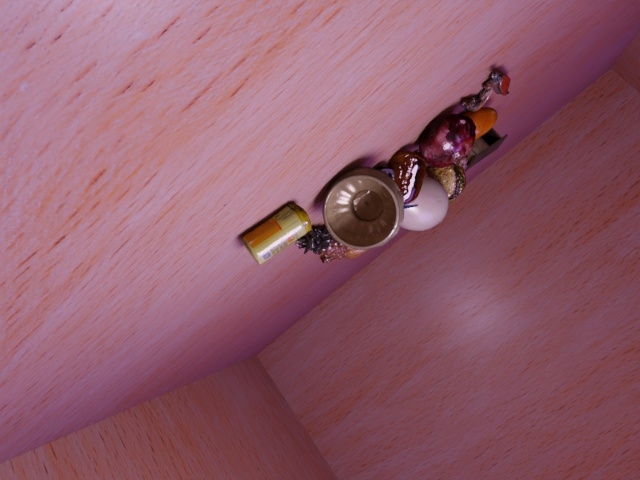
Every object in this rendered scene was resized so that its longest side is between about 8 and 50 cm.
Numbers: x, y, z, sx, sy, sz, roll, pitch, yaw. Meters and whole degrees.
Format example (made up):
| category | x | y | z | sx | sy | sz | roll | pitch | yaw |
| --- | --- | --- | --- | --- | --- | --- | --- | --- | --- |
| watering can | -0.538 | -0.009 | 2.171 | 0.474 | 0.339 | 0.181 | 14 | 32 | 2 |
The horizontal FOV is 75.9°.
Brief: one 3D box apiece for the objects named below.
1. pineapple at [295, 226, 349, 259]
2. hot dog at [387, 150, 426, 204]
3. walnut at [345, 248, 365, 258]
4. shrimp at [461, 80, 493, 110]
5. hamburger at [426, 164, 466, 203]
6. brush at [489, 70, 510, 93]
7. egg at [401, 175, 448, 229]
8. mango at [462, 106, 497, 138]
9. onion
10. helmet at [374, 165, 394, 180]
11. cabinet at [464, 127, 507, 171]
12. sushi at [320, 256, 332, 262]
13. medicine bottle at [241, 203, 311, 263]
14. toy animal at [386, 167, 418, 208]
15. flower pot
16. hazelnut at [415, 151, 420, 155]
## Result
| category | x | y | z | sx | sy | sz | roll | pitch | yaw |
| --- | --- | --- | --- | --- | --- | --- | --- | --- | --- |
| pineapple | 0.000 | 0.000 | 1.815 | 0.169 | 0.169 | 0.341 | -43 | 152 | 21 |
| hot dog | 0.356 | -0.261 | 1.716 | 0.099 | 0.161 | 0.226 | -76 | 180 | -69 |
| walnut | 0.174 | -0.008 | 2.107 | 0.226 | 0.193 | 0.193 | -35 | 166 | 4 |
| shrimp | 0.649 | -0.594 | 1.691 | 0.251 | 0.052 | 0.143 | -31 | 154 | -46 |
| hamburger | 0.662 | -0.323 | 2.180 | 0.139 | 0.243 | 0.261 | -11 | 151 | -19 |
| brush | 0.724 | -0.641 | 1.662 | 0.323 | 0.051 | 0.070 | -13 | 121 | -59 |
| egg | 0.476 | -0.188 | 2.063 | 0.345 | 0.283 | 0.283 | -2 | 145 | -39 |
| mango | 0.706 | -0.530 | 1.853 | 0.252 | 0.126 | 0.154 | -30 | 175 | -29 |
| onion | 0.533 | -0.392 | 1.684 | 0.252 | 0.219 | 0.252 | -27 | 157 | -12 |
| helmet | 0.245 | -0.261 | 1.688 | 0.098 | 0.070 | 0.123 | 6 | 129 | -26 |
| cabinet | 0.749 | -0.484 | 1.998 | 0.215 | 0.174 | 0.148 | -35 | 165 | -8 |
| sushi | 0.043 | 0.104 | 2.371 | 0.118 | 0.060 | 0.061 | -25 | 156 | -43 |
| medicine bottle | -0.145 | -0.028 | 1.407 | 0.239 | 0.124 | 0.124 | -36 | 166 | -9 |
| toy animal | 0.323 | -0.213 | 1.856 | 0.256 | 0.239 | 0.176 | -4 | -127 | 52 |
| flower pot | 0.171 | -0.129 | 1.559 | 0.307 | 0.307 | 0.244 | -43 | 180 | 21 |
| hazelnut | 0.431 | -0.357 | 1.841 | 0.086 | 0.086 | 0.086 | -35 | 165 | -10 |
